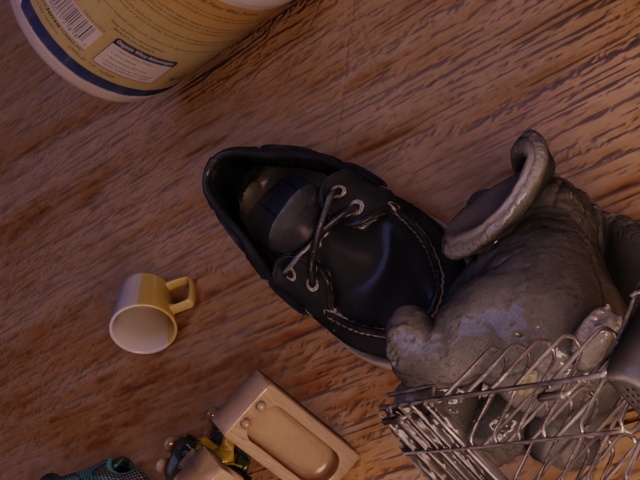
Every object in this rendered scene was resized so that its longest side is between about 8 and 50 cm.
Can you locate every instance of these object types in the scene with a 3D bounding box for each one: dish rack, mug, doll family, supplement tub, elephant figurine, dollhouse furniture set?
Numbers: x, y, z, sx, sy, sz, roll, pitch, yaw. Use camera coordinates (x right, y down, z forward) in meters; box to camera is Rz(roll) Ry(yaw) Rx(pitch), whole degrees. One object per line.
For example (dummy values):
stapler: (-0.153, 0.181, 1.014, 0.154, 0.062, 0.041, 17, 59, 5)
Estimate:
dish rack: (0.161, 0.127, 0.874, 0.074, 0.208, 0.271, -48, 14, -28)
mug: (-0.157, 0.063, 1.518, 0.064, 0.078, 0.062, -94, 9, -51)
doll family: (-0.095, 0.216, 1.299, 0.111, 0.076, 0.193, 12, 83, 53)
supplement tub: (-0.134, -0.294, 1.560, 0.316, 0.228, 0.228, -29, 46, 43)
elephant figurine: (0.138, 0.013, 1.039, 0.186, 0.169, 0.239, 2, 50, 26)
dollhouse furniture set: (-0.028, 0.210, 1.160, 0.151, 0.144, 0.123, -48, 38, 0)

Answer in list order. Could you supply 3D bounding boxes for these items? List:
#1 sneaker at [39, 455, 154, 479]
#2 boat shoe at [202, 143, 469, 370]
sneaker: (-0.197, 0.227, 1.461, 0.166, 0.065, 0.076, 9, 59, 54)
boat shoe: (0.002, -0.004, 1.266, 0.127, 0.113, 0.340, -57, 33, 9)
